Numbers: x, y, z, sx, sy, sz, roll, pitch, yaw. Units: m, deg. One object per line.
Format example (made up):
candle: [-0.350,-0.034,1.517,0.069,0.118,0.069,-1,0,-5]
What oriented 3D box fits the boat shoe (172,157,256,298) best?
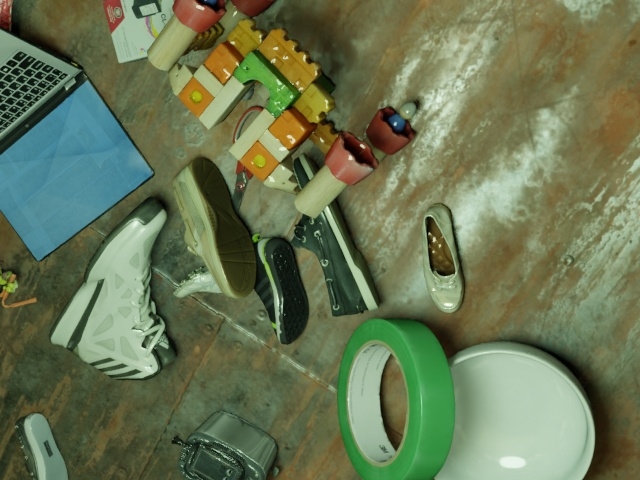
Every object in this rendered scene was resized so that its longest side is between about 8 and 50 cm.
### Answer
boat shoe: [-0.220,-0.014,1.864,0.098,0.109,0.302,-32,74,36]

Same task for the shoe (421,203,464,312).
shoe: [0.229,0.041,1.778,0.077,0.058,0.218,-6,103,20]

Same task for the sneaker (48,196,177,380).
sneaker: [-0.375,0.125,1.963,0.258,0.169,0.447,35,121,-2]

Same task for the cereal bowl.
cereal bowl: [0.358,0.344,1.778,0.339,0.141,0.338,5,107,17]

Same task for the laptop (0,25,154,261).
laptop: [-0.640,-0.189,1.909,0.382,0.408,0.236,-33,59,23]

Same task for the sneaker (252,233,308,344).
sneaker: [-0.093,0.097,1.904,0.097,0.084,0.234,3,106,42]

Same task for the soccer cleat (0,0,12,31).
soccer cleat: [-0.671,-0.491,1.913,0.095,0.083,0.247,-2,102,14]

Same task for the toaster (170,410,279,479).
toaster: [-0.202,0.462,1.989,0.227,0.146,0.129,27,111,9]

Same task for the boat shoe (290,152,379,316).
boat shoe: [0.001,-0.001,1.806,0.113,0.127,0.340,-23,107,10]

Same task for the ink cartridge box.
ink cartridge box: [-0.322,-0.431,1.817,0.175,0.072,0.127,-9,101,21]

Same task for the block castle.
block castle: [-0.056,-0.285,1.651,0.453,0.303,0.213,46,120,2]

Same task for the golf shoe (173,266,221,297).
golf shoe: [-0.230,0.091,1.941,0.176,0.069,0.086,-30,103,26]

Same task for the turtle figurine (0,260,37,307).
turtle figurine: [-0.754,0.057,2.085,0.270,0.087,0.217,1,111,26]

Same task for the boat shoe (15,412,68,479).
boat shoe: [-0.672,0.524,2.199,0.076,0.080,0.228,-13,100,27]

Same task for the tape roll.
tape roll: [0.137,0.309,1.760,0.077,0.321,0.321,3,112,-27]

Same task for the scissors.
scissors: [-0.166,-0.132,1.882,0.109,0.021,0.297,33,113,4]
